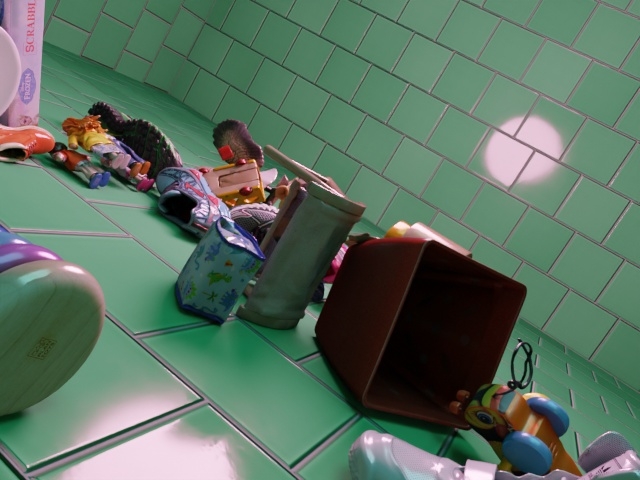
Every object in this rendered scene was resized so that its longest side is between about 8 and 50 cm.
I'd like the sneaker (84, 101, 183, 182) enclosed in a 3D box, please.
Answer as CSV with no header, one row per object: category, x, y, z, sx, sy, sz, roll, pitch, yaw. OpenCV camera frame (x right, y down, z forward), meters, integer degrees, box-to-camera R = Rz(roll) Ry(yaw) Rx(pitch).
sneaker,-0.448,-0.246,1.471,0.344,0.134,0.146,36,11,32

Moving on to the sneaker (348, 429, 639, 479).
sneaker,0.222,0.276,0.627,0.366,0.210,0.137,33,10,15

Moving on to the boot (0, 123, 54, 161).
boot,-0.546,-0.171,1.069,0.085,0.059,0.158,37,20,19

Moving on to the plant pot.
plant pot,0.147,0.138,1.017,0.268,0.267,0.236,23,-2,-34

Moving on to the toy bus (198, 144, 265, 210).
toy bus,-0.240,-0.128,1.492,0.202,0.191,0.104,30,-20,20

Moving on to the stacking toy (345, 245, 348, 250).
stacking toy,0.093,0.051,1.830,0.221,0.052,0.167,22,15,-48

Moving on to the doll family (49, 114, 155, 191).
doll family,-0.458,-0.197,1.244,0.163,0.118,0.263,35,9,12

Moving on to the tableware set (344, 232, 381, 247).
tableware set,0.120,0.017,1.095,0.169,0.020,0.141,18,-15,-16

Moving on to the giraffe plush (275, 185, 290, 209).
giraffe plush,-0.065,-0.034,1.428,0.210,0.170,0.181,35,11,26

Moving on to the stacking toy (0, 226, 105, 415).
stacking toy,-0.354,0.010,0.530,0.330,0.141,0.141,31,9,23

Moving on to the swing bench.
swing bench,-0.055,-0.001,1.061,0.165,0.253,0.254,25,12,-31

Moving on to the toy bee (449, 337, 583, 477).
toy bee,0.293,0.278,0.899,0.195,0.298,0.162,-15,6,-42

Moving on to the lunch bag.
lunch bag,-0.164,0.038,0.916,0.096,0.128,0.151,30,7,-30

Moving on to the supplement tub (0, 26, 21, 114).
supplement tub,-0.678,-0.334,0.939,0.331,0.241,0.241,34,11,18

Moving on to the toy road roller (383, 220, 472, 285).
toy road roller,0.257,0.087,1.308,0.203,0.329,0.241,35,50,24

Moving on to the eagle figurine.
eagle figurine,-0.248,-0.193,1.665,0.298,0.225,0.226,41,24,-1

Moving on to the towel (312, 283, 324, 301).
towel,-0.020,0.100,1.310,0.067,0.029,0.119,31,10,-4

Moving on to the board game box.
board game box,-0.648,-0.390,1.092,0.318,0.318,0.066,35,35,19

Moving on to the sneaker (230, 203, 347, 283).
sneaker,-0.076,0.006,1.270,0.300,0.120,0.112,19,14,1

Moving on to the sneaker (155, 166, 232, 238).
sneaker,-0.299,-0.096,1.259,0.262,0.104,0.125,38,15,37
